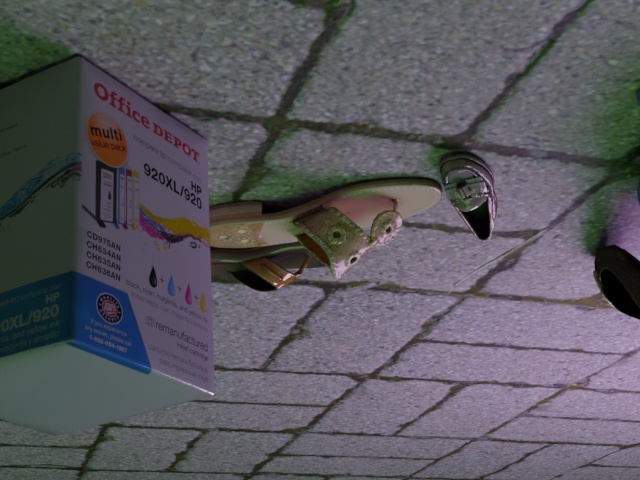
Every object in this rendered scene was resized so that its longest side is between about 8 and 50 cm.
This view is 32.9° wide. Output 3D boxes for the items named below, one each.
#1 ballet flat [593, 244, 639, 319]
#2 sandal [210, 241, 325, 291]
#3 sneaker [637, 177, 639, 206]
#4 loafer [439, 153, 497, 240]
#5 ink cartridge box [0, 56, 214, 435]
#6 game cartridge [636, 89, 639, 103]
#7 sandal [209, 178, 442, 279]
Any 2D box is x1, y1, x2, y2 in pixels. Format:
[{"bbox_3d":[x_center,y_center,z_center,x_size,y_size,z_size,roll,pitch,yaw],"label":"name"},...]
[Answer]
[{"bbox_3d":[0.318,0.059,1.093,0.058,0.084,0.250,-40,-170,2],"label":"ballet flat"},{"bbox_3d":[-0.065,0.030,1.123,0.180,0.049,0.072,-5,162,-19],"label":"sandal"},{"bbox_3d":[0.412,0.007,0.924,0.319,0.127,0.208,18,166,37],"label":"sneaker"},{"bbox_3d":[0.143,-0.039,1.014,0.045,0.039,0.125,-10,155,18],"label":"loafer"},{"bbox_3d":[-0.199,0.011,0.856,0.168,0.232,0.171,-18,152,26],"label":"ink cartridge box"},{"bbox_3d":[0.302,-0.122,0.876,0.083,0.017,0.056,-21,146,35],"label":"game cartridge"},{"bbox_3d":[0.001,0.003,1.044,0.240,0.079,0.088,-7,156,9],"label":"sandal"}]
